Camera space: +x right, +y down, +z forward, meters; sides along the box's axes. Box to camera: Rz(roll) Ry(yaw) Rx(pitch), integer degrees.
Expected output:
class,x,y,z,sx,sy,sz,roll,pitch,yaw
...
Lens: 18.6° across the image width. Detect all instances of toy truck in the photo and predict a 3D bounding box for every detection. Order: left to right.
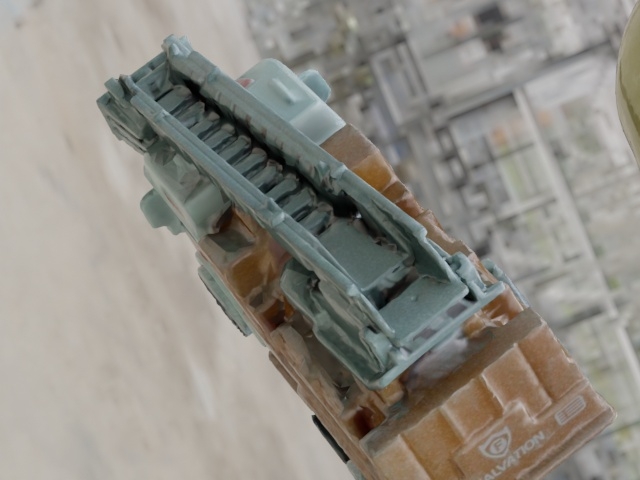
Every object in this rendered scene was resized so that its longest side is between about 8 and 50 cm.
class,x,y,z,sx,sy,sz,roll,pitch,yaw
toy truck,0.000,0.000,1.058,0.338,0.133,0.184,47,-7,48

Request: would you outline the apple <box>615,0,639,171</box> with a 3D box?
class,x,y,z,sx,sy,sz,roll,pitch,yaw
apple,0.330,-0.100,1.304,0.262,0.262,0.262,-22,90,-83
